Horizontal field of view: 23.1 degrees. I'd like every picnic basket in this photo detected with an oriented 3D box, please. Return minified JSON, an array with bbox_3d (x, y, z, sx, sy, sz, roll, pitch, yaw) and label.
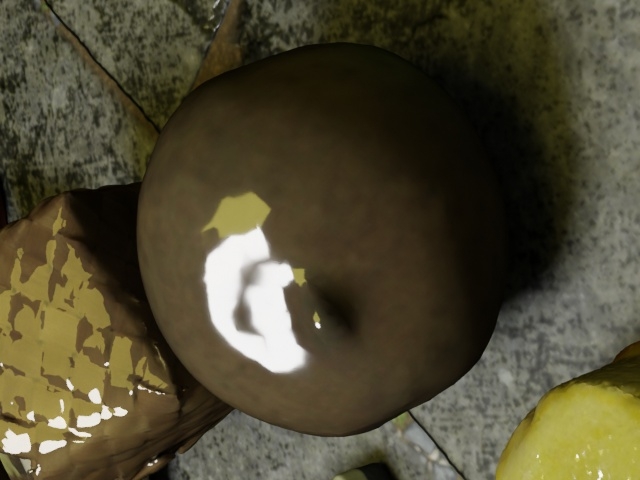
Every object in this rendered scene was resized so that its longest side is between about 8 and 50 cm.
[{"bbox_3d":[-0.212,0.099,1.382,0.321,0.291,0.254,-33,80,28],"label":"picnic basket"}]

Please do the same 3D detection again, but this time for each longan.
[{"bbox_3d":[0.002,0.002,1.182,0.297,0.297,0.297,11,106,43],"label":"longan"}]

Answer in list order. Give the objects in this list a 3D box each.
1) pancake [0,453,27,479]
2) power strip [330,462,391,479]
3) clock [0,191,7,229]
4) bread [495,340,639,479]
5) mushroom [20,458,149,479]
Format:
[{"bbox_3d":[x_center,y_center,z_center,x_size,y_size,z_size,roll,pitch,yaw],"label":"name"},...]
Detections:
[{"bbox_3d":[-0.400,0.163,1.726,0.294,0.049,0.294,32,140,31],"label":"pancake"},{"bbox_3d":[0.065,0.324,1.334,0.105,0.070,0.256,-47,67,40],"label":"power strip"},{"bbox_3d":[-0.473,-0.017,1.793,0.318,0.080,0.318,11,105,44],"label":"clock"},{"bbox_3d":[0.237,0.205,1.083,0.270,0.148,0.269,13,107,47],"label":"bread"},{"bbox_3d":[-0.246,0.162,1.566,0.137,0.154,0.407,136,111,-81],"label":"mushroom"}]
